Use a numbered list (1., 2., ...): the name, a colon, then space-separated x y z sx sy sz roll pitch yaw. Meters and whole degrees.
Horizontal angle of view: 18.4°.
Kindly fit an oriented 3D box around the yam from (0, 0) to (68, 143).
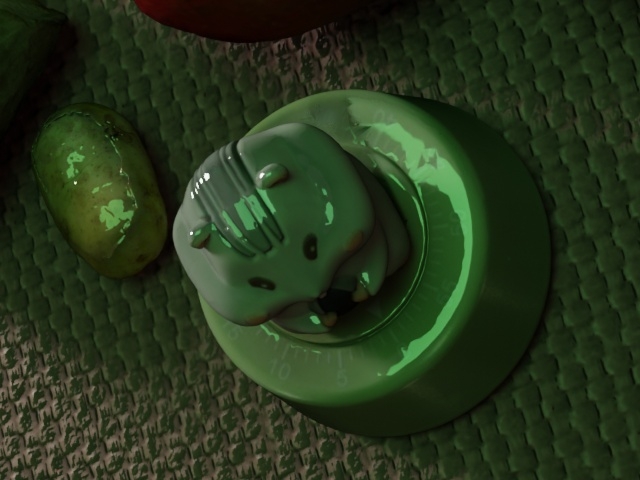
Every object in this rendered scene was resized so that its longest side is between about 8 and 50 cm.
1. yam: -0.381 -0.121 1.801 0.195 0.195 0.300 29 93 26

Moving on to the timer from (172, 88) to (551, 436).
1. timer: 0.000 0.000 1.538 0.290 0.315 0.291 -4 80 23

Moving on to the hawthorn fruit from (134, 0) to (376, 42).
1. hawthorn fruit: -0.039 -0.303 1.637 0.295 0.295 0.311 36 98 25

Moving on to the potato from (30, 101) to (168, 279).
1. potato: -0.196 -0.048 1.764 0.107 0.080 0.170 -42 64 21
